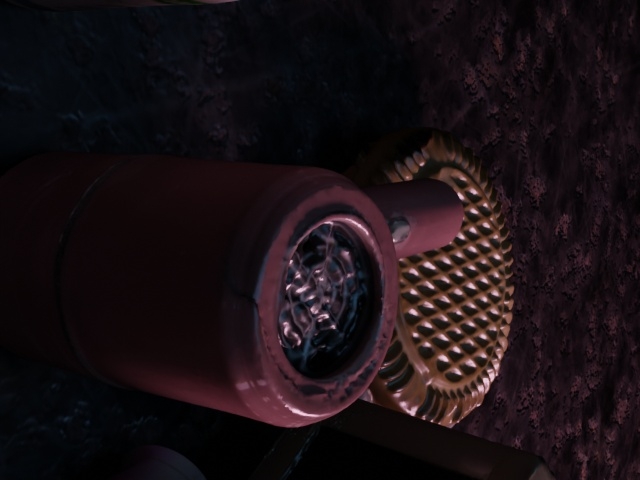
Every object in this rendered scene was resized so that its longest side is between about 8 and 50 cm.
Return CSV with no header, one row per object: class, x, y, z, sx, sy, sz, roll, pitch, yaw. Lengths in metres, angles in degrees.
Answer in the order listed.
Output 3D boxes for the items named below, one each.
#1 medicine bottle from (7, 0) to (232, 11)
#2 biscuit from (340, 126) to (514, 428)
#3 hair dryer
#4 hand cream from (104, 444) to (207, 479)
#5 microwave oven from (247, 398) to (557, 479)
medicine bottle,-0.066,-0.181,0.526,0.139,0.237,0.139,-15,109,-53
biscuit,0.077,0.038,0.876,0.259,0.079,0.259,8,79,-51
hair dryer,0.000,0.000,0.646,0.352,0.210,0.125,-14,106,-49
hand cream,-0.157,0.228,0.556,0.312,0.070,0.111,-47,150,-54
microwave oven,0.012,0.318,0.683,0.355,0.218,0.286,-52,130,-25
